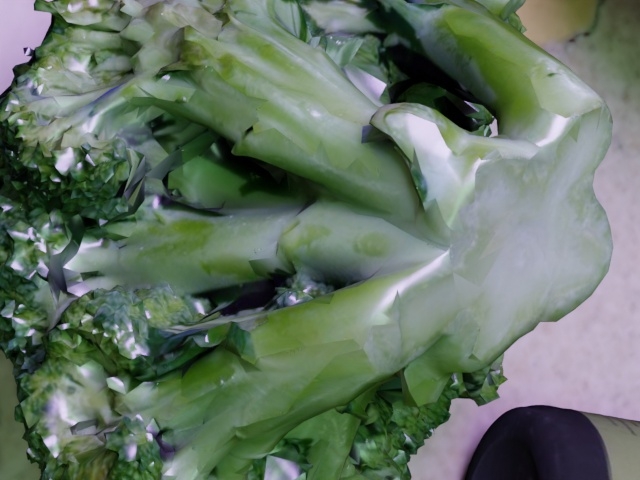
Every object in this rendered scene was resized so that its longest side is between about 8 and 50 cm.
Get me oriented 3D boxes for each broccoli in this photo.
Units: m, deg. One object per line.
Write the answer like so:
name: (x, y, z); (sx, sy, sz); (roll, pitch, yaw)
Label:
broccoli: (0.000, 0.000, 0.686); (0.265, 0.245, 0.295); (33, 80, -30)

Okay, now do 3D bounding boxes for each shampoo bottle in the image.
shampoo bottle: (0.207, 0.145, 0.845); (0.283, 0.101, 0.101); (11, 89, -21)
